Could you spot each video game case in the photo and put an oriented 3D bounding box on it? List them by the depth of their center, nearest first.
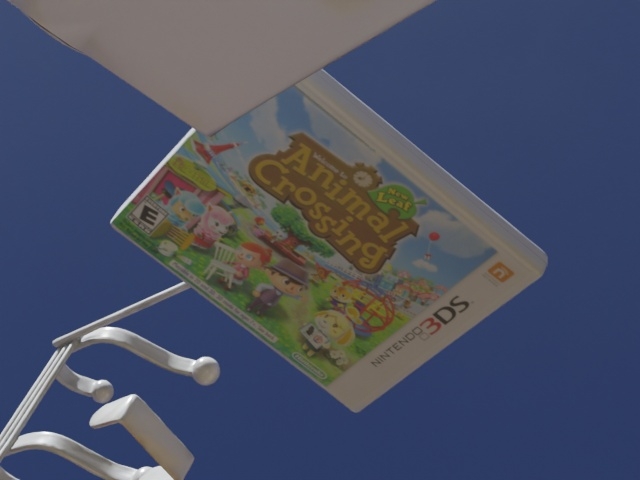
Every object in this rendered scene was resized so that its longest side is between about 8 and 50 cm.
[{"bbox_3d":[0.000,0.000,0.916,0.212,0.023,0.193,39,-49,-11],"label":"video game case"}]

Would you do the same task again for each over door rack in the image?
[{"bbox_3d":[-0.127,0.121,0.977,0.108,0.239,0.324,40,-45,-13],"label":"over door rack"}]

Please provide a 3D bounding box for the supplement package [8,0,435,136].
[{"bbox_3d":[-0.005,-0.200,0.575,0.177,0.293,0.175,34,-128,-29],"label":"supplement package"}]
